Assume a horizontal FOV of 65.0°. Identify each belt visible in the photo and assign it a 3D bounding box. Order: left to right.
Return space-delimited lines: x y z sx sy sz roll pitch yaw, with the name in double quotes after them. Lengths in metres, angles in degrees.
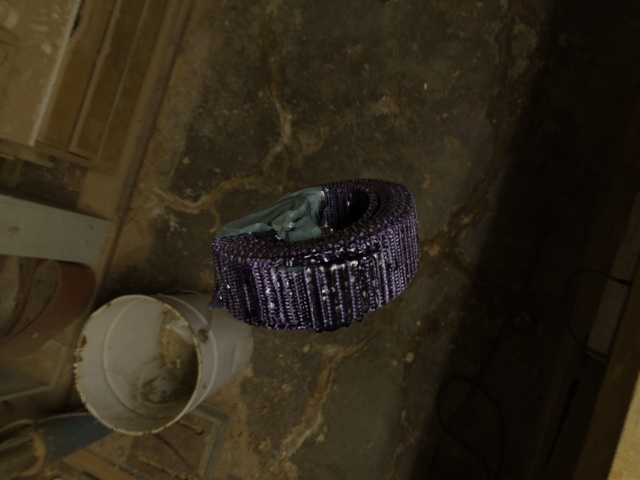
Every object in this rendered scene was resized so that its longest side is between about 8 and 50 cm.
0.000 0.000 0.672 0.259 0.325 0.122 -4 112 19 "belt"
